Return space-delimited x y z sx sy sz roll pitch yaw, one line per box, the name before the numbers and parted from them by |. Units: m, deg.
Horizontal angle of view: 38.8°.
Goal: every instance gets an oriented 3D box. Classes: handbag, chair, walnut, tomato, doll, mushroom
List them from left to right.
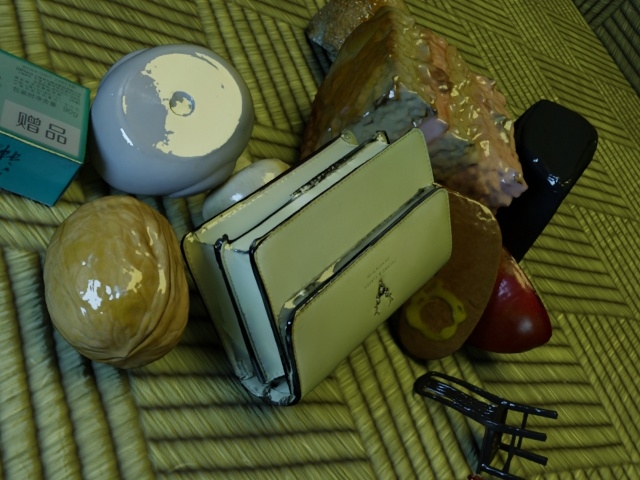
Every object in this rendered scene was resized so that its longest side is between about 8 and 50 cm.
walnut | -0.232 0.046 1.029 0.165 0.165 0.197 7 49 -43
doll | -0.206 -0.155 1.255 0.251 0.221 0.221 -39 85 -27
mushroom | -0.099 -0.062 1.287 0.154 0.154 0.122 -7 63 -50
handbag | 0.019 0.023 1.197 0.358 0.160 0.236 -38 121 -39
chair | 0.237 0.281 1.368 0.213 0.101 0.084 15 25 23
tomato | 0.269 0.097 1.514 0.200 0.140 0.233 62 -7 -19
handbag | 0.354 -0.090 1.691 0.178 0.301 0.275 35 41 11

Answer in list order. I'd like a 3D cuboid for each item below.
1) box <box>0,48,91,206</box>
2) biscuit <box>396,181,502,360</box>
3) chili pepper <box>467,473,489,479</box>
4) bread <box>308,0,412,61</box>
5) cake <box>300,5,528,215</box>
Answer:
box | -0.414 -0.160 1.108 0.245 0.092 0.153 23 41 -29
biscuit | 0.133 0.034 1.405 0.277 0.262 0.052 23 6 4
chili pepper | 0.330 0.469 1.227 0.387 0.110 0.110 51 34 10
bread | 0.090 -0.412 1.821 0.171 0.192 0.314 27 38 -27
cake | 0.147 -0.183 1.563 0.307 0.293 0.314 33 40 -24
